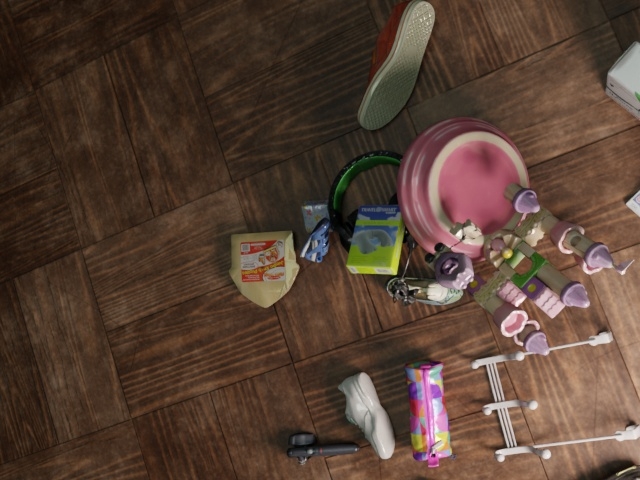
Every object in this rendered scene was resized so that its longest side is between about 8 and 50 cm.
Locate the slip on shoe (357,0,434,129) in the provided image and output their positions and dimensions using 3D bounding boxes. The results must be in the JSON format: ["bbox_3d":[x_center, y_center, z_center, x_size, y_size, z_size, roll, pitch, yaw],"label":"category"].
[{"bbox_3d":[0.172,-0.428,1.790,0.101,0.123,0.331,32,104,49],"label":"slip on shoe"}]

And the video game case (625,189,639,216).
[{"bbox_3d":[0.756,-0.095,1.628,0.087,0.011,0.122,46,101,14],"label":"video game case"}]

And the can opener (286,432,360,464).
[{"bbox_3d":[0.005,0.517,1.813,0.186,0.059,0.073,-4,86,18],"label":"can opener"}]

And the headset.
[{"bbox_3d":[0.148,-0.035,1.728,0.244,0.185,0.394,-22,70,16],"label":"headset"}]

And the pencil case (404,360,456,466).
[{"bbox_3d":[0.253,0.401,1.720,0.105,0.104,0.236,-8,84,17],"label":"pencil case"}]

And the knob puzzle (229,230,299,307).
[{"bbox_3d":[-0.143,0.076,1.897,0.213,0.030,0.213,-1,87,17],"label":"knob puzzle"}]

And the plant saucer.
[{"bbox_3d":[0.335,-0.113,1.633,0.332,0.084,0.331,0,90,-19],"label":"plant saucer"}]

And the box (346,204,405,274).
[{"bbox_3d":[0.130,-0.012,1.639,0.109,0.042,0.178,1,63,25],"label":"box"}]

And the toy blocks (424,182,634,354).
[{"bbox_3d":[0.448,0.075,1.517,0.288,0.309,0.260,-49,36,7],"label":"toy blocks"}]

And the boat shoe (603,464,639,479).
[{"bbox_3d":[0.621,0.569,1.612,0.228,0.068,0.081,-32,118,18],"label":"boat shoe"}]

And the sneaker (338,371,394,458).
[{"bbox_3d":[0.108,0.434,1.785,0.094,0.080,0.212,-29,72,26],"label":"sneaker"}]

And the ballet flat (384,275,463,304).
[{"bbox_3d":[0.244,0.120,1.753,0.189,0.070,0.070,1,88,18],"label":"ballet flat"}]

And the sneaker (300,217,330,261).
[{"bbox_3d":[0.000,0.000,1.821,0.059,0.053,0.144,31,135,1],"label":"sneaker"}]

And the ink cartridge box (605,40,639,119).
[{"bbox_3d":[0.693,-0.321,1.557,0.153,0.208,0.087,44,103,16],"label":"ink cartridge box"}]

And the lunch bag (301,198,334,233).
[{"bbox_3d":[-0.005,-0.059,1.847,0.071,0.053,0.083,-4,112,17],"label":"lunch bag"}]

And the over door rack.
[{"bbox_3d":[0.518,0.349,1.633,0.324,0.108,0.239,-15,84,16],"label":"over door rack"}]
